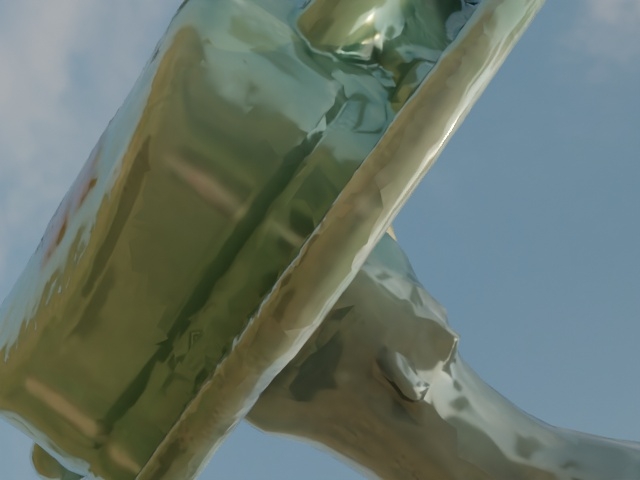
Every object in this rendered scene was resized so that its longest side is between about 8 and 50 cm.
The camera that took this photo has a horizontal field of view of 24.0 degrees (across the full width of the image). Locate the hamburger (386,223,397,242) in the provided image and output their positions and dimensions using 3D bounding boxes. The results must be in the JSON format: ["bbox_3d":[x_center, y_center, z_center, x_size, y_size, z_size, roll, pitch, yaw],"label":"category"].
[{"bbox_3d":[0.006,0.002,0.938,0.176,0.102,0.087,95,-15,-54],"label":"hamburger"}]

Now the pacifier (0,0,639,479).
[{"bbox_3d":[0.033,0.045,0.520,0.269,0.288,0.343,37,-60,-3],"label":"pacifier"}]
